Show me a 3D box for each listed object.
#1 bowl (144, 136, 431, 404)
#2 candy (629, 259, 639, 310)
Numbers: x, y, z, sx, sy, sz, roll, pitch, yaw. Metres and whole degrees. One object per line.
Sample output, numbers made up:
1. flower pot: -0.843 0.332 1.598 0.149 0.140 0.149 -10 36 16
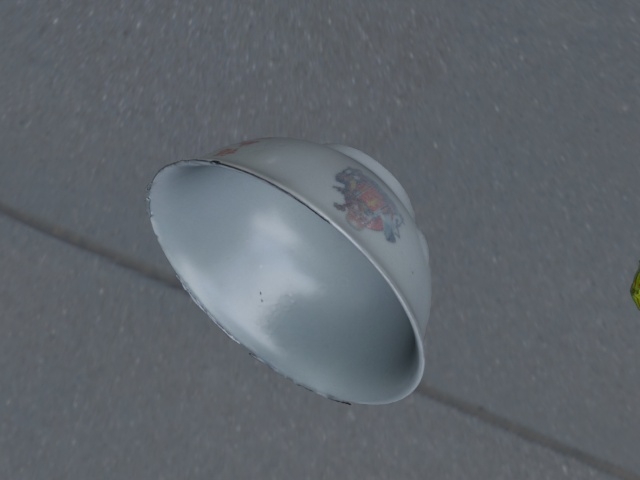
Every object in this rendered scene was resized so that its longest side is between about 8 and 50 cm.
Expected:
1. bowl: 0.000 0.000 1.490 0.345 0.345 0.157 50 60 -17
2. candy: 0.294 0.030 1.248 0.062 0.194 0.058 -33 91 8
